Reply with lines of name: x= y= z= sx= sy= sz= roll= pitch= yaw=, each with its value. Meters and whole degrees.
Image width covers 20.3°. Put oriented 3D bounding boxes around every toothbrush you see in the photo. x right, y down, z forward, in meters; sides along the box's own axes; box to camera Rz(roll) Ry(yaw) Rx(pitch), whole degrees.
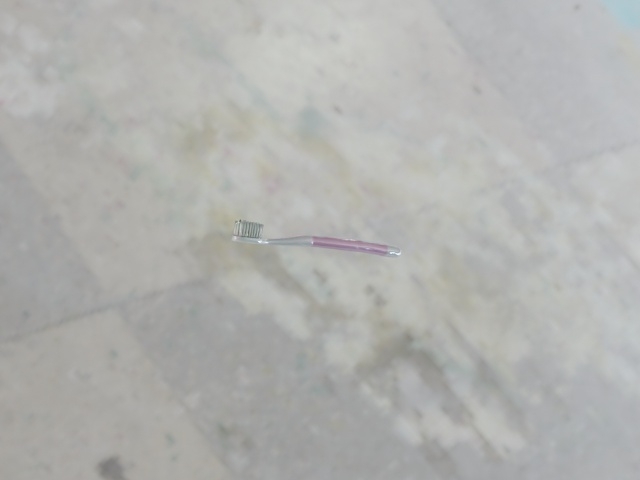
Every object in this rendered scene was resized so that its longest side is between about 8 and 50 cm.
toothbrush: x=0.000 y=0.000 z=2.073 sx=0.286 sy=0.020 sz=0.025 roll=7 pitch=93 yaw=-48
